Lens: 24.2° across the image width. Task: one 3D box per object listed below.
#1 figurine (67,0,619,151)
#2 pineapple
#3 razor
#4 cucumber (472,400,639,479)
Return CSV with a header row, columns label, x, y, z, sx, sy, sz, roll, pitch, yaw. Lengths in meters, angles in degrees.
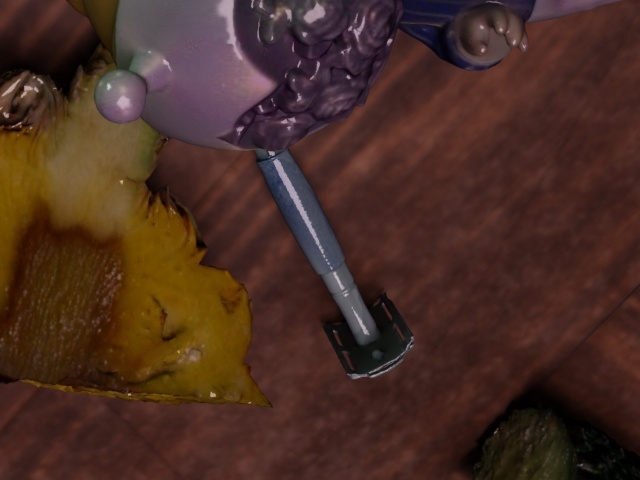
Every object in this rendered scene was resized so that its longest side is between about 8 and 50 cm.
label,x,y,z,sx,sy,sz,roll,pitch,yaw
figurine,0.024,-0.112,0.654,0.274,0.133,0.194,4,132,-35
pineapple,-0.152,-0.012,0.685,0.249,0.140,0.164,11,76,-40
razor,0.000,0.000,0.760,0.040,0.068,0.135,-28,114,-2
cucumber,0.240,0.214,0.935,0.359,0.096,0.096,33,107,-31
